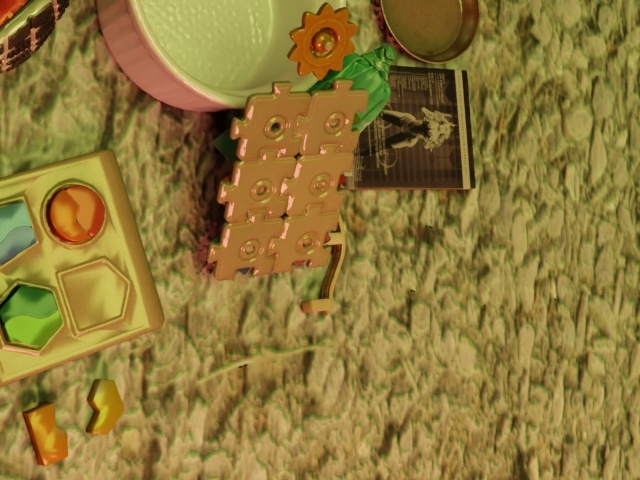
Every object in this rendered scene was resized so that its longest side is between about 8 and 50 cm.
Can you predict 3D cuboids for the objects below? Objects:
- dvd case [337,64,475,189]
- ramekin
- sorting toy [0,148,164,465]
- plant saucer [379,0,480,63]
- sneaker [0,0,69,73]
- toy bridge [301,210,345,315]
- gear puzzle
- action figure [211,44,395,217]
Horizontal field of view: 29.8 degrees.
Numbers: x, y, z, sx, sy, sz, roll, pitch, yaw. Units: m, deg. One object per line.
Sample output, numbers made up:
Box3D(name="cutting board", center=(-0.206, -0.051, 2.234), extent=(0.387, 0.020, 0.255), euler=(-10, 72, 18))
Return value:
Box3D(name="dvd case", center=(0.109, -0.148, 1.582), extent=(0.221, 0.018, 0.165), euler=(-2, 86, -32))
Box3D(name="ramekin", center=(-0.120, -0.278, 1.376), extent=(0.277, 0.135, 0.277), euler=(3, 85, -33))
Box3D(name="sorting toy", center=(-0.276, 0.073, 1.302), extent=(0.229, 0.041, 0.307), euler=(-20, 97, -32))
Box3D(name="plant saucer", center=(0.141, -0.318, 1.610), extent=(0.168, 0.029, 0.169), euler=(4, 83, -33))
Box3D(name="sneaker", center=(-0.318, -0.296, 1.290), extent=(0.118, 0.107, 0.279), euler=(30, 66, -7))
Box3D(name="toy bridge", center=(0.000, 0.000, 1.494), extent=(0.063, 0.026, 0.188), euler=(-5, 88, -34))
Box3D(name="gear puzzle", center=(-0.037, -0.110, 1.351), extent=(0.175, 0.044, 0.339), euler=(-8, 126, -33))
Box3D(name="action figure", center=(0.001, -0.147, 1.426), extent=(0.232, 0.063, 0.137), euler=(-41, 112, 6))
